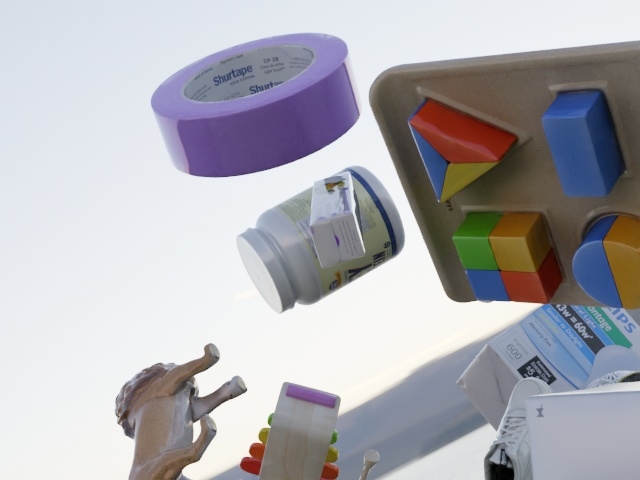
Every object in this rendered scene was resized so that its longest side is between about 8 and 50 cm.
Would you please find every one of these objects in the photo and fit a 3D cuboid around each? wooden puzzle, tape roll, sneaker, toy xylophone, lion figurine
[{"bbox_3d":[0.240,-0.044,1.121,0.347,0.322,0.080,-2,35,36],"label":"wooden puzzle"},{"bbox_3d":[-0.085,-0.188,1.441,0.274,0.090,0.275,-13,29,7],"label":"tape roll"},{"bbox_3d":[0.359,0.376,1.935,0.110,0.292,0.118,-13,-39,43],"label":"sneaker"},{"bbox_3d":[-0.021,0.420,2.039,0.081,0.236,0.323,-72,5,-50],"label":"toy xylophone"},{"bbox_3d":[-0.234,0.310,1.633,0.240,0.142,0.392,-31,24,16],"label":"lion figurine"}]

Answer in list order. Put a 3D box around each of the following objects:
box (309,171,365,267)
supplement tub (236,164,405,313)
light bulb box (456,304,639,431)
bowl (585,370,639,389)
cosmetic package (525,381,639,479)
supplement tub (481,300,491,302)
[{"bbox_3d":[0.024,-0.037,1.567,0.063,0.067,0.324,-17,14,5],"label":"box"},{"bbox_3d":[0.000,0.000,2.381,0.324,0.235,0.235,-29,-11,-16],"label":"supplement tub"},{"bbox_3d":[0.577,0.328,2.437,0.361,0.358,0.225,-30,-19,-28],"label":"light bulb box"},{"bbox_3d":[0.535,0.304,1.969,0.170,0.170,0.080,-21,29,-27],"label":"bowl"},{"bbox_3d":[0.365,0.212,1.085,0.224,0.138,0.224,-11,-11,39],"label":"cosmetic package"},{"bbox_3d":[0.316,-0.002,1.762,0.199,0.144,0.144,-35,-9,-21],"label":"supplement tub"}]
